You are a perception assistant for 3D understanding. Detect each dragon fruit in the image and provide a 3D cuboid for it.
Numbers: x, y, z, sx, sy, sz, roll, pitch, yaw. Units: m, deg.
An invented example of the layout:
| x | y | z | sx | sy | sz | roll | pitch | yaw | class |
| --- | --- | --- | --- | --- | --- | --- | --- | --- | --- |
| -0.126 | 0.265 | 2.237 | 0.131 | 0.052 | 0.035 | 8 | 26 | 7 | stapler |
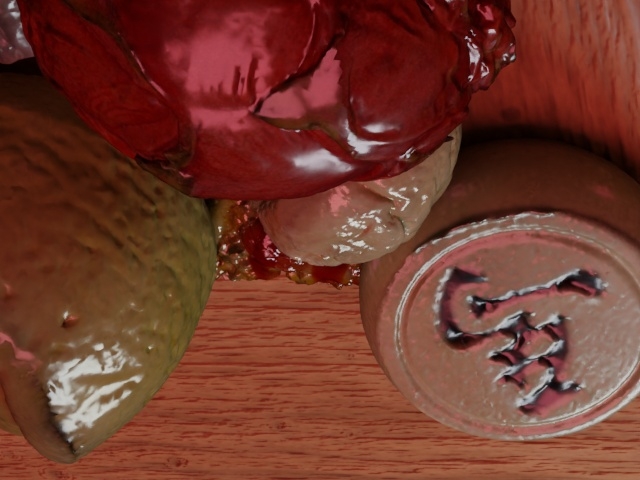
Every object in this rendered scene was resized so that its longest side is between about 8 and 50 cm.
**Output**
| x | y | z | sx | sy | sz | roll | pitch | yaw | class |
| --- | --- | --- | --- | --- | --- | --- | --- | --- | --- |
| -0.038 | -0.163 | 1.204 | 0.343 | 0.277 | 0.277 | -4 | 139 | -1 | dragon fruit |

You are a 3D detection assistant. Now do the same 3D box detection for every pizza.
| x | y | z | sx | sy | sz | roll | pitch | yaw | class |
| --- | --- | --- | --- | --- | --- | --- | --- | --- | --- |
| 0.000 | 0.000 | 1.548 | 0.199 | 0.062 | 0.188 | 17 | 142 | -6 | pizza |

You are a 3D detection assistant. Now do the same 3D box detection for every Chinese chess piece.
| x | y | z | sx | sy | sz | roll | pitch | yaw | class |
| --- | --- | --- | --- | --- | --- | --- | --- | --- | --- |
| 0.154 | 0.041 | 1.483 | 0.250 | 0.101 | 0.250 | 1 | 126 | 1 | Chinese chess piece |

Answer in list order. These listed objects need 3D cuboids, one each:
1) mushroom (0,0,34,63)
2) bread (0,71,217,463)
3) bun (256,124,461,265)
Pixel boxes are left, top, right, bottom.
| x | y | z | sx | sy | sz | roll | pitch | yaw | class |
| --- | --- | --- | --- | --- | --- | --- | --- | --- | --- |
| -0.223 | -0.226 | 1.332 | 0.092 | 0.081 | 0.223 | 22 | 141 | 18 | mushroom |
| -0.238 | 0.015 | 1.504 | 0.320 | 0.237 | 0.320 | 23 | 147 | 16 | bread |
| 0.032 | -0.055 | 1.391 | 0.111 | 0.164 | 0.188 | 29 | 121 | -14 | bun |
